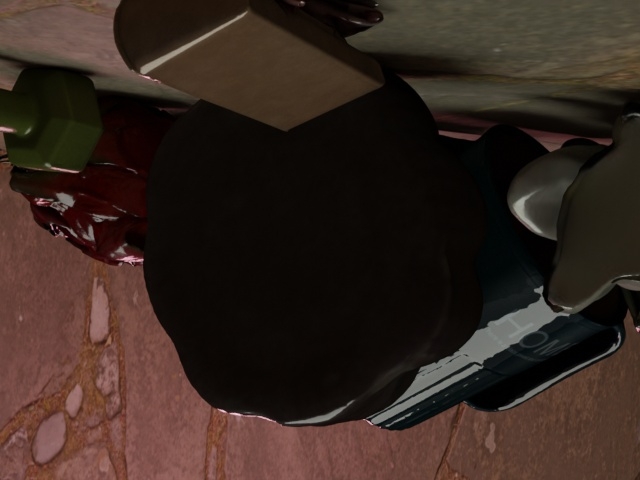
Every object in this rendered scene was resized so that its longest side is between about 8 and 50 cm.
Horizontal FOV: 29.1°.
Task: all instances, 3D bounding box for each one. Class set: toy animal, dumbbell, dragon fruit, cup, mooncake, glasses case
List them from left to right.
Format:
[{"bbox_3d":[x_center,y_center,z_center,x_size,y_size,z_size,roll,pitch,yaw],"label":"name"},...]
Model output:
[{"bbox_3d":[-0.356,-0.137,1.233,0.121,0.108,0.302,6,180,39],"label":"dumbbell"},{"bbox_3d":[-0.267,-0.069,1.532,0.234,0.233,0.293,7,-174,33],"label":"dragon fruit"},{"bbox_3d":[-0.029,-0.129,0.719,0.102,0.070,0.193,-23,165,22],"label":"glasses case"},{"bbox_3d":[0.000,0.000,1.028,0.306,0.306,0.154,7,-179,28],"label":"mooncake"},{"bbox_3d":[0.163,0.053,1.377,0.292,0.242,0.308,-34,158,29],"label":"cup"},{"bbox_3d":[0.292,-0.032,1.084,0.249,0.174,0.289,-5,179,-3],"label":"toy animal"}]

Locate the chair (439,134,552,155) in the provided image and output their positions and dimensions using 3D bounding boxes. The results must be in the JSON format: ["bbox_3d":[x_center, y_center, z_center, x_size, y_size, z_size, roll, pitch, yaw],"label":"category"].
[{"bbox_3d":[0.190,-0.058,1.522,0.221,0.140,0.145,10,-179,-10],"label":"chair"}]

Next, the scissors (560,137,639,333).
[{"bbox_3d":[0.316,-0.009,1.262,0.138,0.041,0.289,7,-139,-4],"label":"scissors"}]
